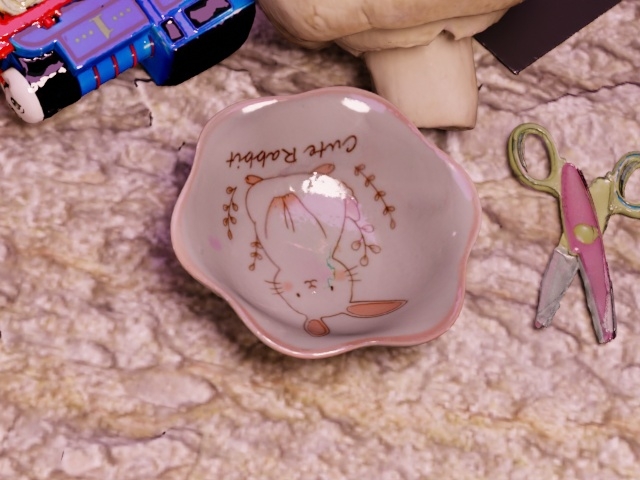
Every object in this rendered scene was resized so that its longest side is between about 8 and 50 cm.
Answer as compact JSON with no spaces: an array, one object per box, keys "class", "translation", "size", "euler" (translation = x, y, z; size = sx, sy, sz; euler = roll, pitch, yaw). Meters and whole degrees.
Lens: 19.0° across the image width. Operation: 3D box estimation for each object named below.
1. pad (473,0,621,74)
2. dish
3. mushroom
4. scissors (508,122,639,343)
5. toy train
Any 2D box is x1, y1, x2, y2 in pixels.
[{"class":"pad","translation":[0.198,-0.274,1.634],"size":[0.300,0.005,0.202],"euler":[-36,69,-28]},{"class":"dish","translation":[0.000,0.000,1.376],"size":[0.229,0.081,0.229],"euler":[6,59,-10]},{"class":"mushroom","translation":[0.077,-0.193,1.441],"size":[0.260,0.254,0.234],"euler":[-17,99,-18]},{"class":"scissors","translation":[0.199,-0.005,1.449],"size":[0.133,0.020,0.187],"euler":[15,55,-6]},{"class":"toy train","translation":[-0.162,-0.164,1.438],"size":[0.204,0.083,0.131],"euler":[-33,86,-20]}]
